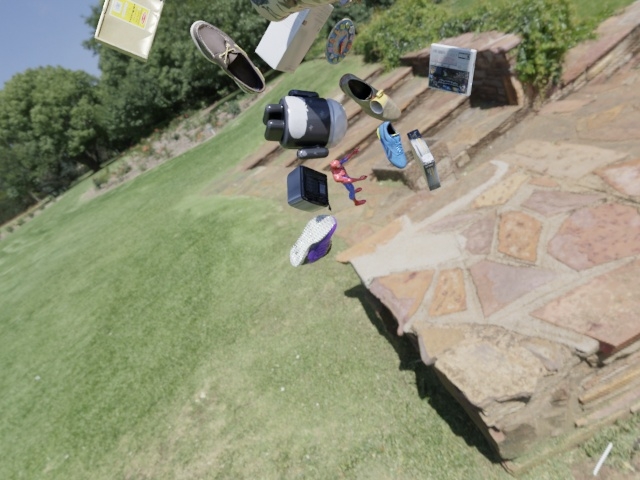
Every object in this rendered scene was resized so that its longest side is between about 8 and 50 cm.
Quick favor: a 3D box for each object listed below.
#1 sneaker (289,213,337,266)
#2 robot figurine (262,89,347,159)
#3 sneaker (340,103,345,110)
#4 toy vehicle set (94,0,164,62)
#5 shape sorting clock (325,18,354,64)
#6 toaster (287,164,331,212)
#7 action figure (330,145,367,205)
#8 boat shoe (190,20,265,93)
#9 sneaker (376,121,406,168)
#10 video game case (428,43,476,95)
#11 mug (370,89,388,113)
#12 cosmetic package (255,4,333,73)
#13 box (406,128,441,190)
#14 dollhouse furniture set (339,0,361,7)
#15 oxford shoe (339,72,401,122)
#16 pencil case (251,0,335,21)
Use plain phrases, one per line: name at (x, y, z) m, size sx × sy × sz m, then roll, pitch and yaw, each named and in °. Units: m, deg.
sneaker at (0.000, 0.000, 1.678) m, size 0.293 × 0.146 × 0.102 m, roll -48°, pitch 53°, yaw 37°
robot figurine at (-0.049, -0.388, 1.361) m, size 0.278 × 0.209 × 0.173 m, roll -4°, pitch 24°, yaw -17°
sneaker at (0.074, -0.587, 1.965) m, size 0.084 × 0.152 × 0.058 m, roll -7°, pitch -1°, yaw -25°
toy vehicle set at (-0.643, -0.771, 1.393) m, size 0.035 × 0.166 × 0.267 m, roll 6°, pitch 81°, yaw 65°
shape sorting clock at (0.093, -0.922, 1.901) m, size 0.040 × 0.206 × 0.206 m, roll 35°, pitch 60°, yaw 17°
toaster at (-0.050, -0.216, 1.790) m, size 0.110 × 0.168 × 0.186 m, roll -21°, pitch 66°, yaw 43°
action figure at (0.127, -0.231, 1.473) m, size 0.139 × 0.280 × 0.091 m, roll -26°, pitch 63°, yaw 17°
boat shoe at (-0.331, -0.672, 1.511) m, size 0.116 × 0.324 × 0.096 m, roll -51°, pitch 40°, yaw -3°
sneaker at (0.312, -0.400, 1.719) m, size 0.069 × 0.209 × 0.082 m, roll -32°, pitch 9°, yaw -23°
video game case at (0.519, -0.680, 1.626) m, size 0.190 × 0.173 × 0.022 m, roll 30°, pitch 53°, yaw 35°
mug at (0.247, -0.564, 1.655) m, size 0.064 × 0.062 × 0.078 m, roll -50°, pitch 3°, yaw -24°
cosmetic package at (-0.133, -1.050, 2.039) m, size 0.385 × 0.156 × 0.217 m, roll -53°, pitch -10°, yaw 28°
box at (0.473, -0.367, 1.863) m, size 0.056 × 0.183 × 0.231 m, roll -22°, pitch 50°, yaw 12°
dollhouse furniture set at (0.003, -1.005, 1.370) m, size 0.173 × 0.303 × 0.355 m, roll -2°, pitch -1°, yaw 43°
oxford shoe at (0.243, -0.657, 1.927) m, size 0.123 × 0.348 × 0.130 m, roll -59°, pitch 18°, yaw 18°
pencil case at (-0.024, -0.670, 1.033) m, size 0.183 × 0.160 × 0.410 m, roll -19°, pitch 26°, yaw -33°
